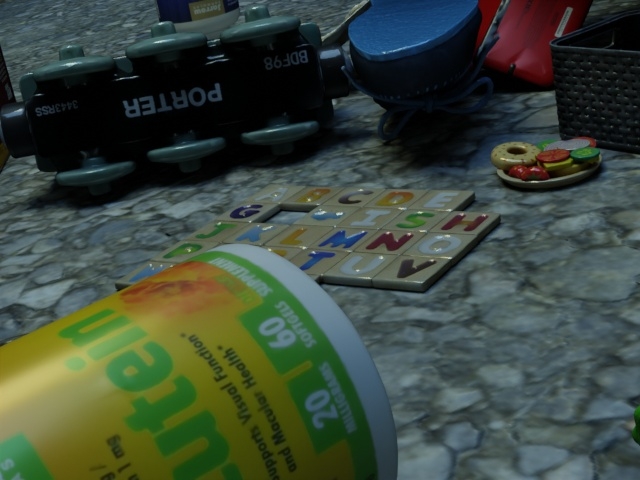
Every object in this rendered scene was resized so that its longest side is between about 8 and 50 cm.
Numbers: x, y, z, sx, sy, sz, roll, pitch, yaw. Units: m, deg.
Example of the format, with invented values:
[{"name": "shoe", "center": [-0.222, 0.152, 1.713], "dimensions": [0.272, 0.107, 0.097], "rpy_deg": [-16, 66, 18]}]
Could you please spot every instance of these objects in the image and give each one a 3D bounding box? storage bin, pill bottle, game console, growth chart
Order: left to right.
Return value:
[{"name": "pill bottle", "center": [-0.101, 0.106, 0.413], "dimensions": [0.245, 0.136, 0.136], "rpy_deg": [-26, 25, -34]}, {"name": "pill bottle", "center": [-0.169, -0.332, 1.511], "dimensions": [0.112, 0.187, 0.112], "rpy_deg": [-10, 21, 4]}, {"name": "growth chart", "center": [0.047, -0.258, 1.266], "dimensions": [0.237, 0.021, 0.172], "rpy_deg": [-42, 0, 0]}, {"name": "game console", "center": [0.206, -0.217, 1.152], "dimensions": [0.124, 0.085, 0.144], "rpy_deg": [22, 75, 15]}, {"name": "storage bin", "center": [0.285, -0.127, 0.890], "dimensions": [0.122, 0.084, 0.180], "rpy_deg": [-24, 25, -30]}]

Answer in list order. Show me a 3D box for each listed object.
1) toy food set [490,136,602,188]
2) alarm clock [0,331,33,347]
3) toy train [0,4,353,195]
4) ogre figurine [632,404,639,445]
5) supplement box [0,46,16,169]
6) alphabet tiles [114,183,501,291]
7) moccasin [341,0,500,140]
[{"name": "toy food set", "center": [0.177, -0.062, 0.866], "dimensions": [0.082, 0.020, 0.083], "rpy_deg": [-12, 20, -2]}, {"name": "alarm clock", "center": [-0.136, 0.093, 0.577], "dimensions": [0.192, 0.064, 0.129], "rpy_deg": [4, 25, 27]}, {"name": "toy train", "center": [-0.137, -0.140, 1.086], "dimensions": [0.333, 0.142, 0.190], "rpy_deg": [-12, 11, -2]}, {"name": "ogre figurine", "center": [0.230, 0.068, 0.401], "dimensions": [0.197, 0.097, 0.118], "rpy_deg": [-5, 30, 47]}, {"name": "supplement box", "center": [-0.428, -0.179, 1.238], "dimensions": [0.129, 0.194, 0.191], "rpy_deg": [-12, 21, -2]}, {"name": "alphabet tiles", "center": [0.000, 0.000, 0.816], "dimensions": [0.237, 0.009, 0.198], "rpy_deg": [3, 25, 35]}, {"name": "moccasin", "center": [0.104, -0.171, 1.057], "dimensions": [0.137, 0.117, 0.342], "rpy_deg": [-7, 18, 12]}]
